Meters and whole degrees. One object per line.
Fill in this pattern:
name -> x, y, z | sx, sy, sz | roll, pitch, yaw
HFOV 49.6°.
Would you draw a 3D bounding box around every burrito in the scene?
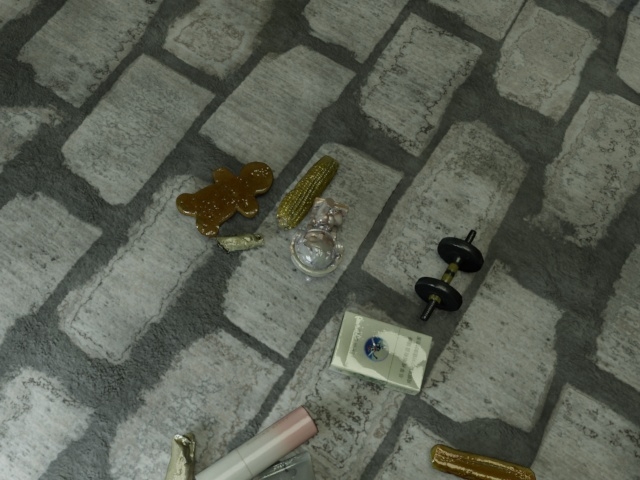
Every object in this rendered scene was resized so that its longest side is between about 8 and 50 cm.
burrito -> -0.239, 0.005, 2.042 | 0.149, 0.041, 0.055 | -5, 55, -4
burrito -> -0.362, 0.607, 1.770 | 0.087, 0.060, 0.226 | 6, 68, -4

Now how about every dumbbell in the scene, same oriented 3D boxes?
dumbbell -> 0.374, 0.098, 2.005 | 0.143, 0.143, 0.325 | 30, 68, 7

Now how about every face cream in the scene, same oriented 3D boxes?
face cream -> -0.039, 0.706, 1.750 | 0.143, 0.089, 0.314 | -22, 65, -7

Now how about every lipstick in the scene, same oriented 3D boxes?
lipstick -> -0.162, 0.554, 1.796 | 0.327, 0.087, 0.087 | -30, 73, -17

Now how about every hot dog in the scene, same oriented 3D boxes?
hot dog -> 0.429, 0.608, 1.843 | 0.286, 0.061, 0.087 | 19, 64, 4

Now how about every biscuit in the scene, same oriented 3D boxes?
biscuit -> -0.271, -0.133, 2.092 | 0.301, 0.049, 0.197 | -37, 75, -17

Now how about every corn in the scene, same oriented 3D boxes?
corn -> -0.041, -0.149, 2.103 | 0.086, 0.086, 0.288 | 33, 66, 8

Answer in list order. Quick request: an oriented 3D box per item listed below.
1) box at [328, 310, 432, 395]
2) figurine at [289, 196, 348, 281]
box -> 0.167, 0.315, 1.936 | 0.257, 0.069, 0.164 | 17, 67, 1
figurine -> -0.001, 0.002, 2.011 | 0.163, 0.141, 0.236 | 22, 68, -7
